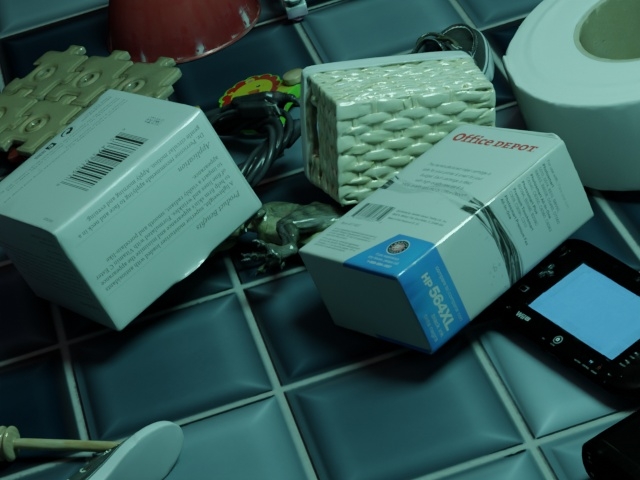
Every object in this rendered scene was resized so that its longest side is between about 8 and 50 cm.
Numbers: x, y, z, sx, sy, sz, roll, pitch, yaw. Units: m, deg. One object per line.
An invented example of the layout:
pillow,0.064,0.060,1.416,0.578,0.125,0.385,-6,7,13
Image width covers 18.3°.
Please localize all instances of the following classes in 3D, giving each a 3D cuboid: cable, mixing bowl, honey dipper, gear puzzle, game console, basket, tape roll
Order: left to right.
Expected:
honey dipper,-0.213,0.170,1.639,0.160,0.030,0.030,1,36,15
gear puzzle,-0.226,-0.124,2.042,0.339,0.044,0.175,12,48,46
mixing bowl,-0.166,-0.283,2.239,0.181,0.098,0.181,-11,32,7
cable,-0.103,-0.079,1.949,0.184,0.047,0.151,-6,45,36
basket,0.074,-0.103,1.821,0.167,0.113,0.103,-8,21,-15
game console,0.257,0.098,1.549,0.213,0.044,0.361,-28,35,-21
tape roll,0.318,-0.168,1.835,0.286,0.100,0.286,-18,32,12

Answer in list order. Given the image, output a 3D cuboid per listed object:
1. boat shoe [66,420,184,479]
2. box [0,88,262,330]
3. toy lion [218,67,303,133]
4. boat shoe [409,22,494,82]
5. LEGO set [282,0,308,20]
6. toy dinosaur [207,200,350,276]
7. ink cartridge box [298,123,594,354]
boat shoe,-0.169,0.187,1.575,0.040,0.049,0.142,20,48,42
box,-0.185,-0.031,1.793,0.181,0.119,0.182,-42,29,-20
toy lion,-0.064,-0.142,2.050,0.096,0.034,0.100,-6,33,25
boat shoe,0.113,-0.165,1.970,0.080,0.076,0.228,3,37,25
LEGO set,0.087,-0.321,2.232,0.287,0.107,0.132,-8,68,1
toy dinosaur,0.000,0.000,1.785,0.268,0.064,0.118,-1,28,15
ink cartridge box,0.108,-0.006,1.686,0.203,0.086,0.148,-37,26,-23
